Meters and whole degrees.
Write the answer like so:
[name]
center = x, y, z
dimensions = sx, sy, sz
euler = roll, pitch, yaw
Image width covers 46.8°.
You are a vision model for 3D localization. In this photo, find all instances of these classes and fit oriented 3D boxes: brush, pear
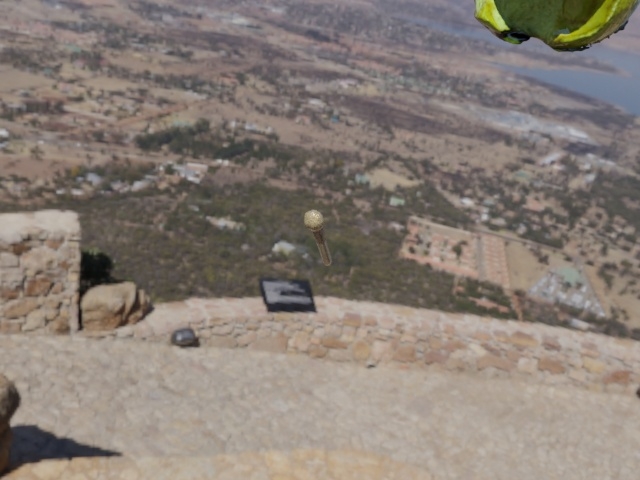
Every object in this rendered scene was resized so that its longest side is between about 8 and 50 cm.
[brush]
center = 0.000, 0.000, 1.628
dimensions = 0.042, 0.039, 0.299
euler = 22, -16, 14
[pear]
center = 0.340, -0.390, 0.968
dimensions = 0.238, 0.255, 0.164
euler = 11, 65, 2
